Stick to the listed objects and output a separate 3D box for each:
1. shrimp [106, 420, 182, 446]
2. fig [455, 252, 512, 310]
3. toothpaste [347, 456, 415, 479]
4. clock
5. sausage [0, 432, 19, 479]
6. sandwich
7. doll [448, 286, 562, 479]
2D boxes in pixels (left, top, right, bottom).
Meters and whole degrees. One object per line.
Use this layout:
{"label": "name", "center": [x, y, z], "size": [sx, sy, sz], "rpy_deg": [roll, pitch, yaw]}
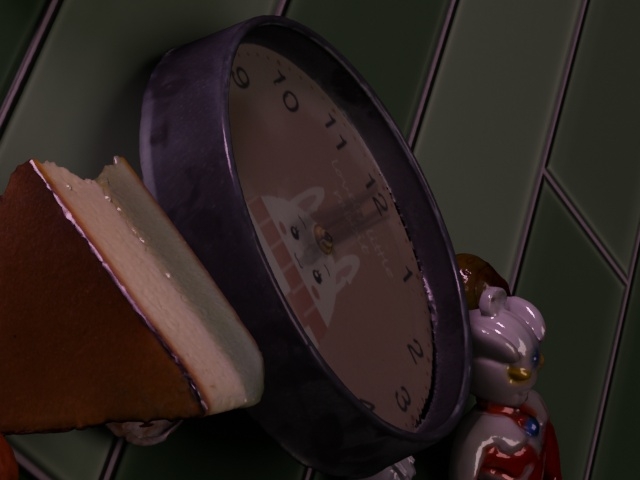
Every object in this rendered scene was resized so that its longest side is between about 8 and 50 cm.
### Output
{"label": "shrimp", "center": [-0.114, 0.086, 1.452], "size": [0.223, 0.047, 0.126], "rpy_deg": [-17, 100, -57]}
{"label": "fig", "center": [0.135, 0.065, 1.797], "size": [0.098, 0.082, 0.084], "rpy_deg": [-45, 148, -2]}
{"label": "toothpaste", "center": [-0.006, 0.085, 1.588], "size": [0.114, 0.073, 0.299], "rpy_deg": [-69, 137, -65]}
{"label": "clock", "center": [0.000, 0.000, 1.511], "size": [0.386, 0.076, 0.386], "rpy_deg": [44, 33, -39]}
{"label": "sausage", "center": [-0.295, 0.157, 1.108], "size": [0.097, 0.094, 0.348], "rpy_deg": [43, 18, 18]}
{"label": "sandwich", "center": [-0.146, 0.034, 1.267], "size": [0.108, 0.220, 0.186], "rpy_deg": [-8, 90, -54]}
{"label": "doll", "center": [0.171, 0.222, 1.758], "size": [0.188, 0.099, 0.384], "rpy_deg": [-34, 122, -51]}
